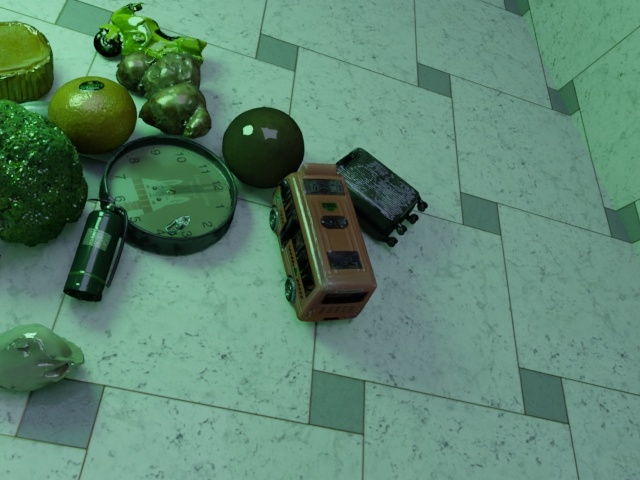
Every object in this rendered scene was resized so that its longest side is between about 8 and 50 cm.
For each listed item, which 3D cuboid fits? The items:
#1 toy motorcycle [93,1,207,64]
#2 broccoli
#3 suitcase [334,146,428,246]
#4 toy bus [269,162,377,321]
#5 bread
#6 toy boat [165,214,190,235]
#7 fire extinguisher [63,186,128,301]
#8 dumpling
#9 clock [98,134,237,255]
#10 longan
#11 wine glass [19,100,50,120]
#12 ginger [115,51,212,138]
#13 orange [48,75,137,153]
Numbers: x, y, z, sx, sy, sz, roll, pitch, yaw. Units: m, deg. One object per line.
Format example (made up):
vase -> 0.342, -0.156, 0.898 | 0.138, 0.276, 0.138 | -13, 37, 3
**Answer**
toy motorcycle -> -0.543, -0.651, 2.099 | 0.343, 0.142, 0.205 | 14, 90, -15
broccoli -> -0.739, -0.162, 1.571 | 0.321, 0.309, 0.413 | 31, 16, 12
suitcase -> 0.165, -0.139, 2.051 | 0.312, 0.128, 0.202 | 40, 51, 7
toy bus -> 0.000, 0.000, 1.813 | 0.203, 0.233, 0.426 | -1, 58, -24
bread -> -0.893, -0.506, 1.839 | 0.254, 0.142, 0.227 | -15, 63, -35
toy boat -> -0.373, -0.043, 1.706 | 0.038, 0.038, 0.083 | 41, 52, 8
fire extinguisher -> -0.552, 0.004, 1.620 | 0.118, 0.093, 0.294 | 18, 63, -18
dumpling -> -0.649, 0.245, 1.438 | 0.247, 0.142, 0.172 | 5, 20, -13
clock -> -0.422, -0.136, 1.822 | 0.387, 0.076, 0.386 | 12, 53, -16
longan -> -0.173, -0.278, 1.924 | 0.258, 0.258, 0.258 | 12, 53, -16
wine glass -> -0.840, -0.357, 1.808 | 0.198, 0.066, 0.066 | -10, 61, -32
ginger -> -0.451, -0.437, 1.958 | 0.256, 0.176, 0.375 | -19, 58, -23
orange -> -0.627, -0.346, 1.793 | 0.237, 0.236, 0.236 | 12, 53, -16
